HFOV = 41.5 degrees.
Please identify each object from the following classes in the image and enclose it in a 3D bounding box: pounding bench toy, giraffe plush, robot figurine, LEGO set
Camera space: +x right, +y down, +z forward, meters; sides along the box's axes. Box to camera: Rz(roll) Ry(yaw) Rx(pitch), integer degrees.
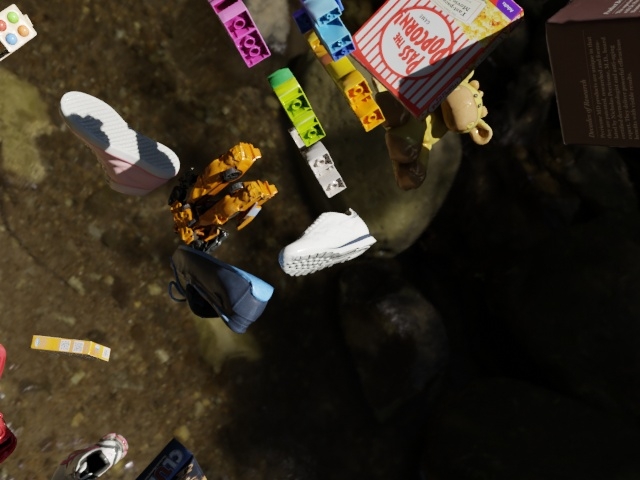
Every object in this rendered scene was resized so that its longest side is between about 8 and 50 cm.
[{"bbox_3d":[-0.444,-0.309,1.225,0.083,0.065,0.052,-49,115,-32],"label":"pounding bench toy"},{"bbox_3d":[0.185,-0.197,1.363,0.210,0.171,0.181,-94,167,-56],"label":"giraffe plush"},{"bbox_3d":[-0.243,-0.092,2.003,0.085,0.291,0.211,0,61,-53],"label":"robot figurine"},{"bbox_3d":[-0.013,-0.145,0.686,0.093,0.087,0.227,60,1,35],"label":"LEGO set"}]

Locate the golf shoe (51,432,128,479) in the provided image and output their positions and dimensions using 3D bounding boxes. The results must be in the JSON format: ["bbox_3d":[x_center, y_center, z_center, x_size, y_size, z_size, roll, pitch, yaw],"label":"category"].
[{"bbox_3d":[-0.465,0.442,1.649,0.067,0.186,0.086,54,18,-1],"label":"golf shoe"}]

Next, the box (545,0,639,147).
[{"bbox_3d":[0.407,-0.219,1.009,0.168,0.203,0.167,-41,124,-36],"label":"box"}]

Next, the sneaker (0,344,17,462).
[{"bbox_3d":[-0.524,0.274,1.359,0.087,0.128,0.221,57,42,-61],"label":"sneaker"}]

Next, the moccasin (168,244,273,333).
[{"bbox_3d":[-0.218,0.089,1.604,0.138,0.342,0.116,29,84,-27],"label":"moccasin"}]

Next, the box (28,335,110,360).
[{"bbox_3d":[-0.473,0.201,1.581,0.081,0.136,0.028,54,44,-70],"label":"box"}]

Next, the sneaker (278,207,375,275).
[{"bbox_3d":[0.000,0.000,1.621,0.235,0.090,0.094,-14,73,-46],"label":"sneaker"}]

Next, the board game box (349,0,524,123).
[{"bbox_3d":[0.150,-0.277,1.134,0.147,0.193,0.045,46,8,15],"label":"board game box"}]

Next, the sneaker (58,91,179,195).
[{"bbox_3d":[-0.218,-0.091,0.868,0.134,0.070,0.051,33,45,-23],"label":"sneaker"}]

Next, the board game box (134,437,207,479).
[{"bbox_3d":[-0.255,0.416,1.333,0.042,0.243,0.165,36,68,17],"label":"board game box"}]
